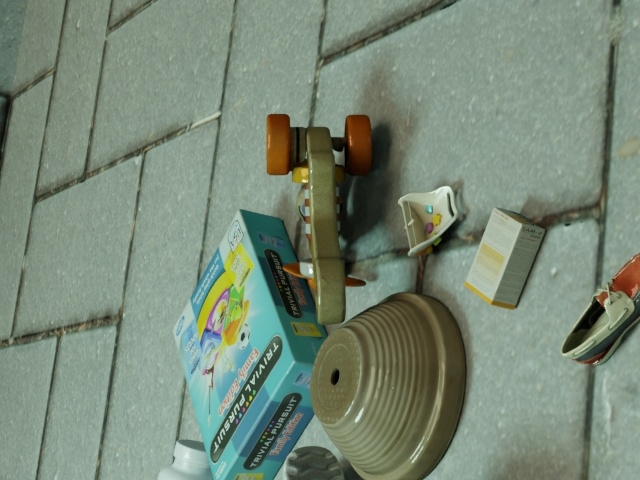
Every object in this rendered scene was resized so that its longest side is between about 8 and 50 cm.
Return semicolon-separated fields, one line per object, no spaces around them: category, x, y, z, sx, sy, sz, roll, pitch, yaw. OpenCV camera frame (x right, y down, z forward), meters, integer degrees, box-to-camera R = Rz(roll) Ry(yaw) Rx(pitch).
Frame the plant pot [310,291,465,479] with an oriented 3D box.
plant pot;0.062;0.172;1.633;0.237;0.109;0.237;-36;47;51

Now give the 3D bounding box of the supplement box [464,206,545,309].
supplement box;0.205;0.020;1.514;0.062;0.036;0.098;41;115;59

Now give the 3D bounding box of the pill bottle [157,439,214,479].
pill bottle;-0.199;0.394;2.011;0.103;0.103;0.184;15;92;62

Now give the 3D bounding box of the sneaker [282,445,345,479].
sneaker;0.005;0.403;1.681;0.115;0.105;0.281;100;168;-61

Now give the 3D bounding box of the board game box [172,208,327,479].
board game box;-0.103;0.157;1.966;0.254;0.079;0.336;-60;32;28

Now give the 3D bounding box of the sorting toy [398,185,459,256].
sorting toy;0.139;-0.028;1.655;0.075;0.045;0.083;-40;44;37

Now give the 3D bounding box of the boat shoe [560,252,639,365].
boat shoe;0.287;0.066;1.341;0.137;0.043;0.049;-61;30;25

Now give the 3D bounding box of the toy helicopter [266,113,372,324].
toy helicopter;0.000;0.000;1.771;0.355;0.140;0.235;-95;7;-56
